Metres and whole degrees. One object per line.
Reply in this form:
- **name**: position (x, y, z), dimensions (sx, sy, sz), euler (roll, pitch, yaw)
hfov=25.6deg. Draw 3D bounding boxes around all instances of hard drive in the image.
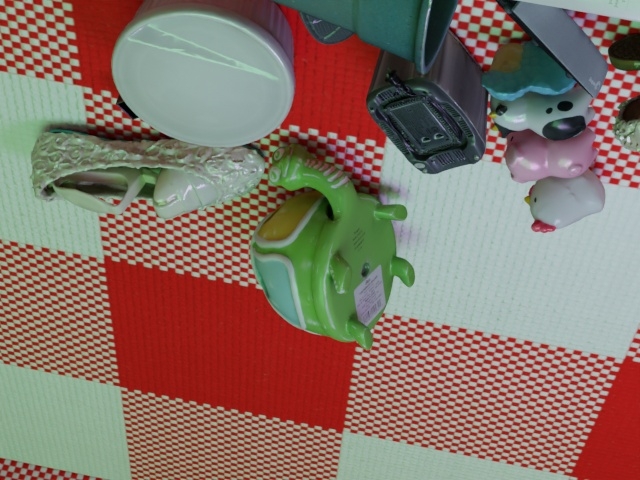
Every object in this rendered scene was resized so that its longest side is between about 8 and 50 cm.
- **hard drive**: position (0.280, -0.296, 1.844), dimensions (0.054, 0.172, 0.255), euler (-45, 141, 10)

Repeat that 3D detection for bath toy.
- **bath toy**: position (0.330, -0.139, 2.097), dimensions (0.151, 0.129, 0.348), euler (32, 158, 38)

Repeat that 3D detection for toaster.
- **toaster**: position (0.154, -0.214, 2.031), dimensions (0.129, 0.146, 0.227), euler (-15, 137, 33)

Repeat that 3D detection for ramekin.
- **ramekin**: position (-0.161, -0.273, 2.060), dimensions (0.273, 0.127, 0.272), euler (7, 142, 6)

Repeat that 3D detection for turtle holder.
- **turtle holder**: position (-0.005, 0.019, 2.334), dimensions (0.228, 0.243, 0.320), euler (13, 158, 32)

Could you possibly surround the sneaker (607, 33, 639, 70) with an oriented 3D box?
- **sneaker**: position (0.500, -0.242, 1.946), dimensions (0.192, 0.064, 0.086), euler (-6, 136, 21)

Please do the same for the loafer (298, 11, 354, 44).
- **loafer**: position (-0.002, -0.395, 1.904), dimensions (0.109, 0.095, 0.302), euler (-22, 146, -3)

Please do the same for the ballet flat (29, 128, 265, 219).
- **ballet flat**: position (-0.296, -0.095, 2.361), dimensions (0.409, 0.147, 0.147), euler (5, 144, 11)

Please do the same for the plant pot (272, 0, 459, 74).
- **plant pot**: position (0.010, -0.397, 1.613), dimensions (0.334, 0.341, 0.341), euler (16, 146, 8)

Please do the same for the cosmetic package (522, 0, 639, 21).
- **cosmetic package**: position (0.415, -0.360, 1.677), dimensions (0.366, 0.197, 0.155), euler (9, 127, 3)

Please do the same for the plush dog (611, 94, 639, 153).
- **plush dog**: position (0.558, -0.137, 1.945), dimensions (0.263, 0.225, 0.210), euler (-8, 111, 26)

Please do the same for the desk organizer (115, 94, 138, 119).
- **desk organizer**: position (-0.258, -0.237, 2.219), dimensions (0.130, 0.050, 0.047), euler (-15, 136, 35)
